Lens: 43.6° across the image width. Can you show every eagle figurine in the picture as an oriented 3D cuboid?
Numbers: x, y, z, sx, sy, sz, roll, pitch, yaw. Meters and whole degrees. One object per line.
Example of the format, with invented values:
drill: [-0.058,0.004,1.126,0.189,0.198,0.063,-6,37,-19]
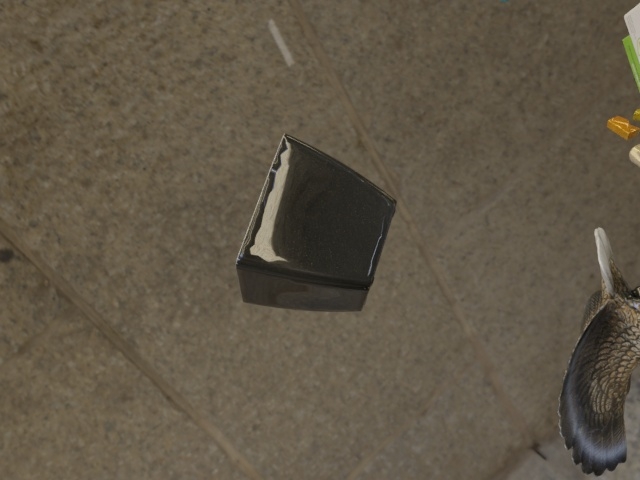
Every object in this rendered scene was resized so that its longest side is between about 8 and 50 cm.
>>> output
eagle figurine: [0.424,0.153,1.115,0.226,0.225,0.298,21,117,-30]

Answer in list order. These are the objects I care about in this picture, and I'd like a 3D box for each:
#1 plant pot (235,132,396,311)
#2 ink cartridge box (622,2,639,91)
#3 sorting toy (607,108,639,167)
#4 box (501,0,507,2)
plant pot: [0.000,0.000,1.063,0.188,0.167,0.187,100,9,-71]
ink cartridge box: [0.610,-0.325,1.434,0.097,0.255,0.188,-14,82,-16]
sorting toy: [0.757,-0.184,1.647,0.229,0.307,0.041,-24,136,-18]
box: [0.331,-0.472,1.172,0.060,0.100,0.244,36,78,-18]
